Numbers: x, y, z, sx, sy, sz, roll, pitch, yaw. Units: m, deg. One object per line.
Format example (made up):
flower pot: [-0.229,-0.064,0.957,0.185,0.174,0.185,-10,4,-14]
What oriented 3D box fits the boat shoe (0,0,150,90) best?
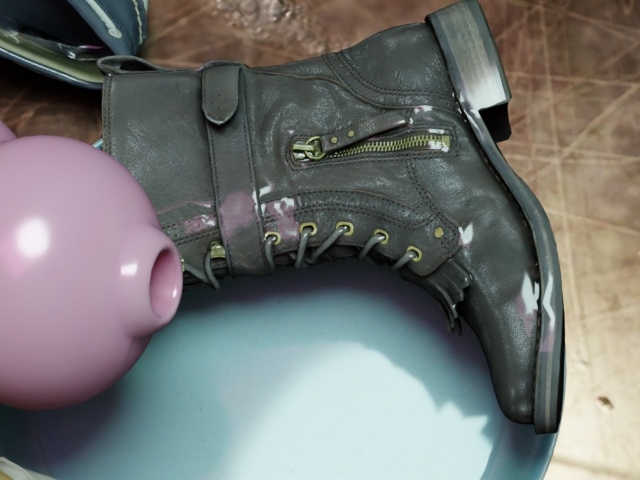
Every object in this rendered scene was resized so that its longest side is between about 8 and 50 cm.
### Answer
boat shoe: [-0.211,-0.162,0.930,0.254,0.095,0.079,33,31,-23]

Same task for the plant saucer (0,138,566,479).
plant saucer: [-0.028,0.068,0.914,0.317,0.044,0.318,-1,70,2]

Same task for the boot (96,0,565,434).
boot: [0.000,0.000,0.881,0.229,0.091,0.263,-15,66,2]

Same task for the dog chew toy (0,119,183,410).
dog chew toy: [-0.226,0.009,0.833,0.331,0.206,0.207,5,69,19]

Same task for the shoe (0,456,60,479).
shoe: [-0.123,0.167,0.834,0.219,0.058,0.077,30,104,16]
